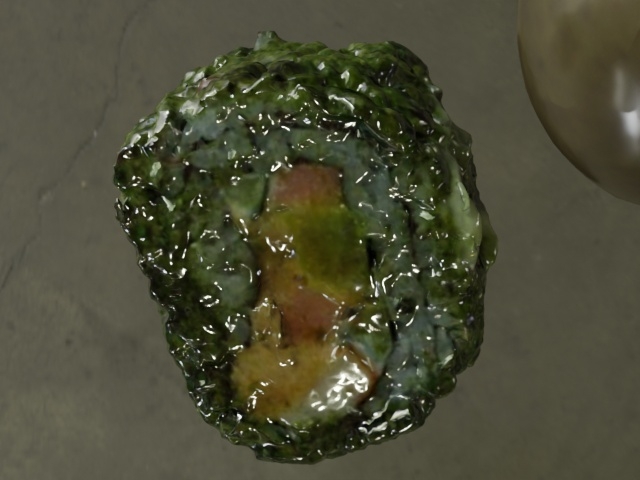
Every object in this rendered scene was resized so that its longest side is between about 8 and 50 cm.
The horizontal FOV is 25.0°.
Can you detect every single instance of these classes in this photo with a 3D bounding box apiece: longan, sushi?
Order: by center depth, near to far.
[{"bbox_3d":[0.188,-0.111,0.702,0.198,0.212,0.198,4,71,-11],"label":"longan"},{"bbox_3d":[0.000,0.000,1.244,0.294,0.178,0.351,-12,110,14],"label":"sushi"}]
